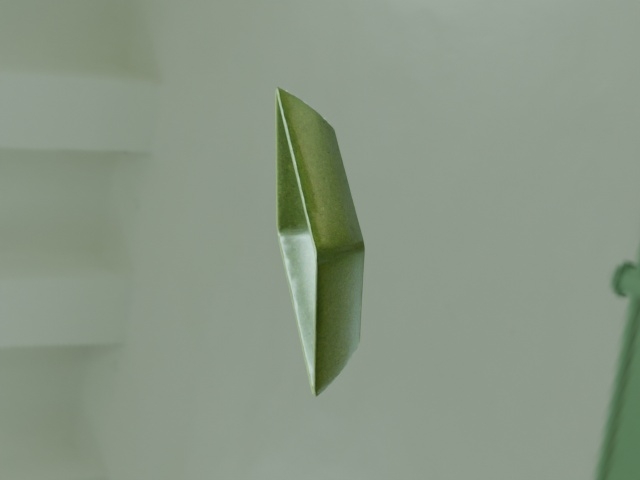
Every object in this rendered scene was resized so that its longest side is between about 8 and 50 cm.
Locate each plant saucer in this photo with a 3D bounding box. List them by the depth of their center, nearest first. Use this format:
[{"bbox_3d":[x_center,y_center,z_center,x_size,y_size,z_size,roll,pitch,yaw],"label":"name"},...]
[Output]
[{"bbox_3d":[0.000,0.000,1.230,0.045,0.188,0.188,-7,-39,-8],"label":"plant saucer"}]
